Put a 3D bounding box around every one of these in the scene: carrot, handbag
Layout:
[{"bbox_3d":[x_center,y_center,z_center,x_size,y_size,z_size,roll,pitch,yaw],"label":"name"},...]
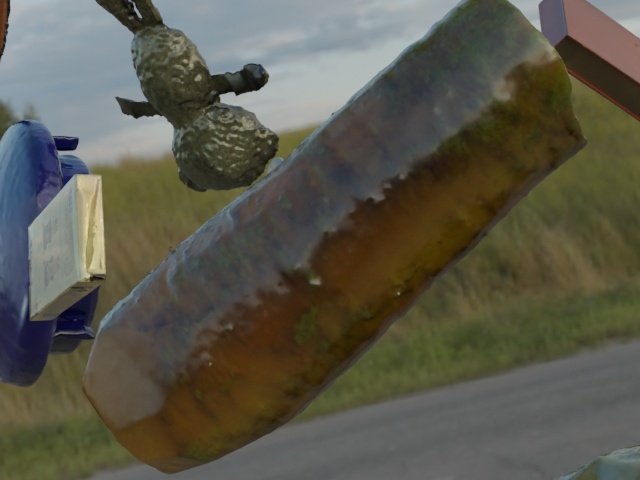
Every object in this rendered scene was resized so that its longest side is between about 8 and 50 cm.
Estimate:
[{"bbox_3d":[0.005,0.002,0.677,0.302,0.114,0.114,-41,-3,9],"label":"carrot"},{"bbox_3d":[0.376,-0.244,1.693,0.190,0.127,0.063,28,-52,-21],"label":"handbag"}]

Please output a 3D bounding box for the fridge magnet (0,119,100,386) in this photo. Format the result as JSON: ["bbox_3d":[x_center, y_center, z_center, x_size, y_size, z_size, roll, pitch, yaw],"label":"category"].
[{"bbox_3d":[-0.288,0.013,1.279,0.112,0.266,0.265,3,-5,-26],"label":"fridge magnet"}]

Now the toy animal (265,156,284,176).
[{"bbox_3d":[0.000,0.000,1.465,0.181,0.127,0.131,14,-43,-4],"label":"toy animal"}]

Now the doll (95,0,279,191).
[{"bbox_3d":[-0.158,-0.173,1.315,0.203,0.286,0.091,-48,11,38],"label":"doll"}]

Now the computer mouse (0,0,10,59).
[{"bbox_3d":[-0.499,-0.380,1.790,0.116,0.323,0.183,-21,34,-30],"label":"computer mouse"}]

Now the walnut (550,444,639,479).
[{"bbox_3d":[0.215,0.250,0.730,0.283,0.283,0.227,-11,7,37],"label":"walnut"}]

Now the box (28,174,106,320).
[{"bbox_3d":[-0.176,0.008,0.878,0.020,0.073,0.149,1,-13,-26],"label":"box"}]
